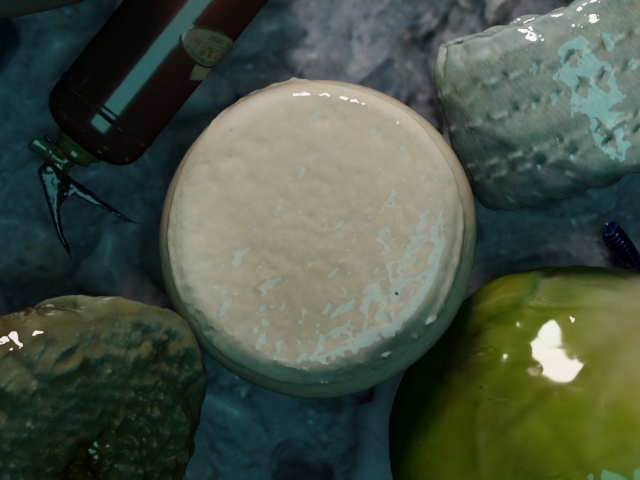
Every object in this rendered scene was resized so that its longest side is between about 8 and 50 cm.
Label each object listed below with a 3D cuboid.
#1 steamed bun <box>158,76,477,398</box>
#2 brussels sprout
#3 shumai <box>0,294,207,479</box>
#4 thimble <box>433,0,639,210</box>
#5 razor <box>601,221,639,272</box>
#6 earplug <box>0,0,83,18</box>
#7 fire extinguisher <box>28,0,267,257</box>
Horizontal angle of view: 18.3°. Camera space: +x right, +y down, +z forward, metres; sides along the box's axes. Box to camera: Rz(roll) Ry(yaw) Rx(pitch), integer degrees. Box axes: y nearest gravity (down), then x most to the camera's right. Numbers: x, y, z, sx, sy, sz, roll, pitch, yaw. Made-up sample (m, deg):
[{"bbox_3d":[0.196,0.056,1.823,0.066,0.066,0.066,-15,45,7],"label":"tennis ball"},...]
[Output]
[{"bbox_3d":[0.000,0.000,1.774,0.283,0.177,0.283,0,86,4],"label":"steamed bun"},{"bbox_3d":[0.226,0.175,1.793,0.344,0.344,0.268,-26,141,-4],"label":"brussels sprout"},{"bbox_3d":[-0.288,0.141,1.729,0.304,0.263,0.309,-53,141,-12],"label":"shumai"},{"bbox_3d":[0.232,-0.138,1.777,0.250,0.205,0.171,-16,97,11],"label":"thimble"},{"bbox_3d":[0.316,0.040,1.913,0.044,0.028,0.154,-43,105,-8],"label":"razor"},{"bbox_3d":[-0.262,-0.380,1.598,0.313,0.312,0.394,-15,103,-6],"label":"earplug"},{"bbox_3d":[-0.145,-0.142,1.764,0.138,0.102,0.344,38,92,-6],"label":"fire extinguisher"}]
